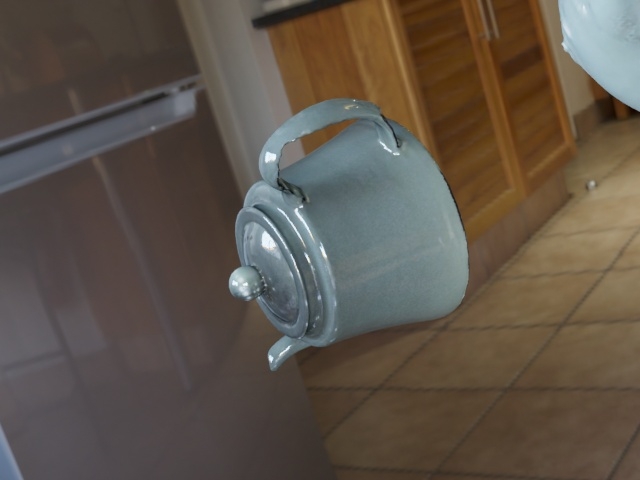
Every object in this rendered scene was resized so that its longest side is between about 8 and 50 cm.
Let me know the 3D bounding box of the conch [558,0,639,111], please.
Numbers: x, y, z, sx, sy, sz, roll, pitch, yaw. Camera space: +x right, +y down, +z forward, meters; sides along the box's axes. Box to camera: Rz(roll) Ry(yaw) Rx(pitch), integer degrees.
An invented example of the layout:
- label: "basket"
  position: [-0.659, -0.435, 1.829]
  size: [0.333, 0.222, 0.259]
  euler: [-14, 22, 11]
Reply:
- label: "conch"
  position: [0.182, -0.166, 0.440]
  size: [0.121, 0.221, 0.185]
  euler: [23, 22, 38]

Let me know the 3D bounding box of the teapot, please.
- label: "teapot"
  position: [0.000, 0.000, 0.681]
  size: [0.149, 0.239, 0.162]
  euler: [-22, 51, -24]
